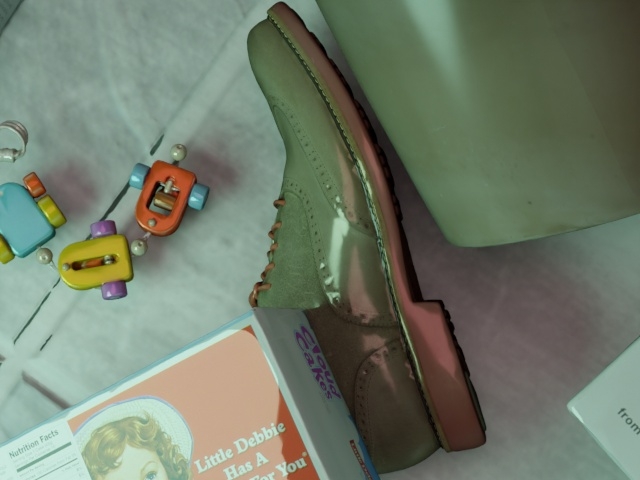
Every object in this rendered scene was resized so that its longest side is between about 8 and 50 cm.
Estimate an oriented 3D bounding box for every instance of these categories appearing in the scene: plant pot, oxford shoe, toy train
[{"bbox_3d":[0.143,-0.152,1.135,0.323,0.323,0.280,-14,95,1],"label":"plant pot"},{"bbox_3d":[0.000,0.000,1.191,0.130,0.123,0.348,-22,78,5],"label":"oxford shoe"},{"bbox_3d":[-0.171,-0.023,1.243,0.166,0.046,0.125,16,80,3],"label":"toy train"}]

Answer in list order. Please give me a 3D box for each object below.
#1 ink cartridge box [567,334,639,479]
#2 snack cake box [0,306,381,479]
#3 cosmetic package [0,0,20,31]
[{"bbox_3d":[0.359,0.022,1.040,0.385,0.279,0.160,-44,77,11],"label":"ink cartridge box"},{"bbox_3d":[-0.105,0.168,1.141,0.264,0.089,0.152,-28,78,19],"label":"snack cake box"},{"bbox_3d":[-0.328,-0.181,1.223,0.151,0.151,0.183,29,83,9],"label":"cosmetic package"}]
